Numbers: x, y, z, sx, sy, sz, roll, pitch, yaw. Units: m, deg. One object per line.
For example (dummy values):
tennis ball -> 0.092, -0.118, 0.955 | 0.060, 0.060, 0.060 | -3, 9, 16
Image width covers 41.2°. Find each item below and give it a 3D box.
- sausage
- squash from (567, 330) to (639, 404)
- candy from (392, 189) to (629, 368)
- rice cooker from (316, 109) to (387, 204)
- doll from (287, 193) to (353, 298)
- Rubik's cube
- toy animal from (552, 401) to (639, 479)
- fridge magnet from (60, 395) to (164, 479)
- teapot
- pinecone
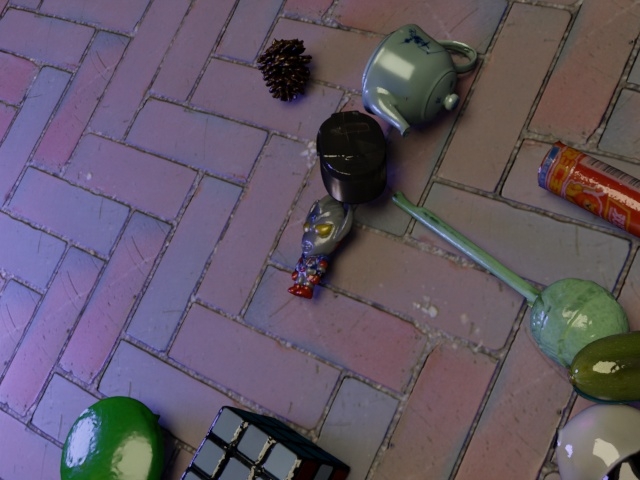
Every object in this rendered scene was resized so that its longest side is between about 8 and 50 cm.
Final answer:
sausage -> 0.429, -0.047, 1.169 | 0.274, 0.074, 0.074 | 34, 88, 32
squash -> 0.470, 0.147, 1.026 | 0.340, 0.094, 0.095 | -1, 69, 4
candy -> 0.248, 0.039, 1.227 | 0.119, 0.119, 0.440 | -53, 50, 1
rice cooker -> 0.051, -0.132, 1.357 | 0.112, 0.107, 0.165 | -7, 38, -1
doll -> -0.001, 0.000, 1.381 | 0.195, 0.062, 0.104 | -69, 15, -8
Rubik's cube -> -0.084, 0.352, 1.230 | 0.160, 0.162, 0.163 | 26, 83, 32
toy animal -> 0.382, 0.279, 1.039 | 0.166, 0.138, 0.179 | -32, 49, -10
fridge magnet -> -0.340, 0.361, 1.403 | 0.207, 0.088, 0.208 | -11, 66, 25
teapot -> 0.159, -0.250, 1.352 | 0.159, 0.159, 0.232 | 25, 56, 33
pinecone -> -0.066, -0.304, 1.517 | 0.102, 0.102, 0.110 | 4, 83, 29
